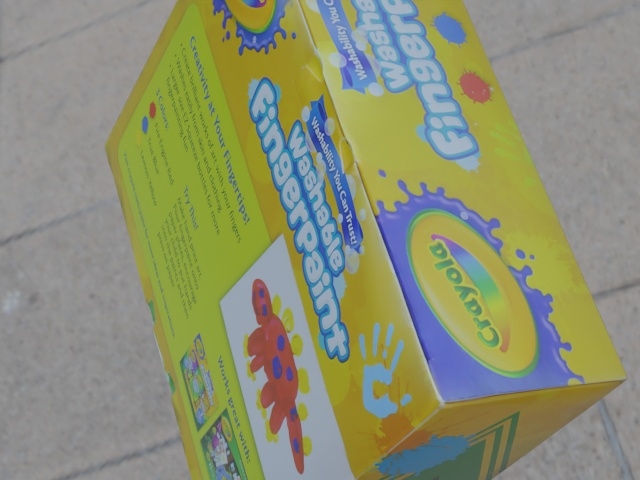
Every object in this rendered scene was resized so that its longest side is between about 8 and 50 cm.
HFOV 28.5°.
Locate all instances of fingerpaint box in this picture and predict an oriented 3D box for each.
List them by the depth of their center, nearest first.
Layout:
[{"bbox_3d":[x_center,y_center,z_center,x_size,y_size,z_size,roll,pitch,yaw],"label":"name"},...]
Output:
[{"bbox_3d":[0.000,0.000,1.004,0.163,0.371,0.445,-3,59,-30],"label":"fingerpaint box"}]
